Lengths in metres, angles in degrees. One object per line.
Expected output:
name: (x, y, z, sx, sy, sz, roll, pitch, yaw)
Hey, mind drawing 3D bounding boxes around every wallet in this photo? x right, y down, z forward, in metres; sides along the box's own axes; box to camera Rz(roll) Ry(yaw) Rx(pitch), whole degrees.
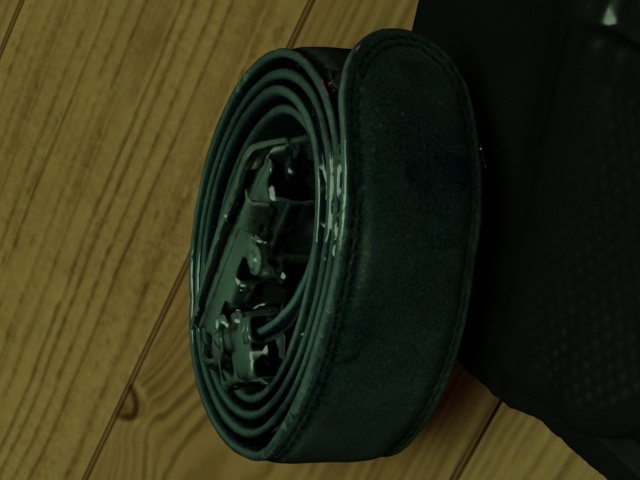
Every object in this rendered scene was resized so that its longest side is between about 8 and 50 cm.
wallet: (0.124, -0.015, 0.723, 0.323, 0.041, 0.247, 45, 132, 51)

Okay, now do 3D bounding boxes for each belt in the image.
belt: (0.000, 0.000, 0.802, 0.206, 0.116, 0.267, -121, 40, -50)
